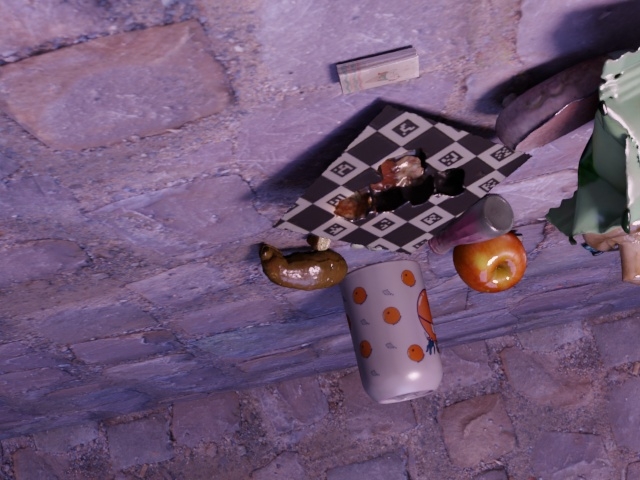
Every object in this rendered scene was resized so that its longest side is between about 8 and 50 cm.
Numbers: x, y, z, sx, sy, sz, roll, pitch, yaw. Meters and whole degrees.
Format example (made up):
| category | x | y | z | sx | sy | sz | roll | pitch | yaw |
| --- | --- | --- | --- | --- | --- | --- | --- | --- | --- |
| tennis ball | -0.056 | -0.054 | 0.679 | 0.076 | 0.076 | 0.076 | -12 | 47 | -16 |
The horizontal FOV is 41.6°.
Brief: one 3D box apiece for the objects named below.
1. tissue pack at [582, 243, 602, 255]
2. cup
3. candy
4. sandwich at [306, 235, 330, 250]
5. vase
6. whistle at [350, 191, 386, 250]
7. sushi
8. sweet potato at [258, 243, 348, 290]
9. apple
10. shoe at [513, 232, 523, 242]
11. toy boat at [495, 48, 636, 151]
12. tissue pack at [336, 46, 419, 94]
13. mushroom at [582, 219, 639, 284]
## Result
| category | x | y | z | sx | sy | sz | roll | pitch | yaw |
| --- | --- | --- | --- | --- | --- | --- | --- | --- | --- |
| tissue pack | 0.763 | 0.018 | 2.279 | 0.085 | 0.028 | 0.138 | -21 | 163 | 26 |
| cup | 0.178 | 0.233 | 2.087 | 0.212 | 0.318 | 0.212 | -10 | 162 | -3 |
| candy | 0.482 | -0.170 | 1.229 | 0.262 | 0.172 | 0.398 | -32 | 147 | -15 |
| sandwich | 0.000 | 0.000 | 1.721 | 0.030 | 0.044 | 0.083 | 3 | 155 | -27 |
| vase | 0.312 | -0.024 | 1.793 | 0.086 | 0.086 | 0.214 | -1 | 164 | -30 |
| whistle | 0.107 | -0.046 | 1.609 | 0.113 | 0.077 | 0.236 | -16 | 156 | -4 |
| sushi | 0.131 | -0.111 | 1.424 | 0.320 | 0.069 | 0.339 | 11 | 142 | -32 |
| sweet potato | -0.016 | 0.062 | 1.813 | 0.124 | 0.098 | 0.310 | 2 | 174 | 34 |
| apple | 0.379 | 0.040 | 1.901 | 0.163 | 0.164 | 0.139 | -7 | -154 | -14 |
| shoe | 0.428 | 0.052 | 2.047 | 0.091 | 0.106 | 0.207 | -4 | 166 | -18 |
| toy boat | 0.366 | -0.219 | 1.268 | 0.227 | 0.085 | 0.155 | -30 | 166 | 16 |
| tissue pack | 0.077 | -0.225 | 1.121 | 0.108 | 0.023 | 0.056 | -14 | 162 | 4 |
| mushroom | 0.682 | -0.009 | 1.848 | 0.207 | 0.215 | 0.207 | -5 | 168 | -1 |
